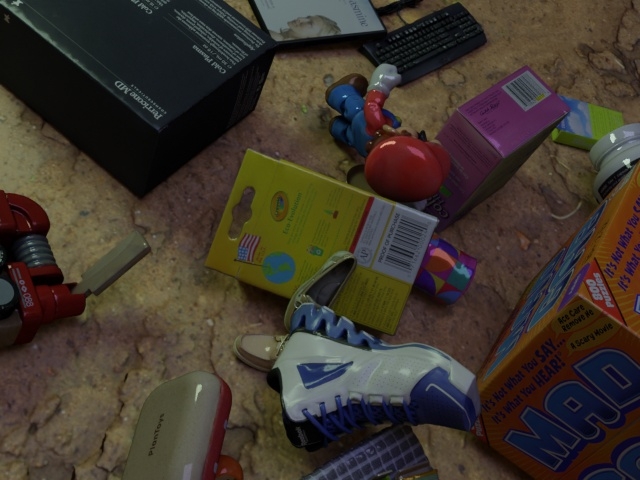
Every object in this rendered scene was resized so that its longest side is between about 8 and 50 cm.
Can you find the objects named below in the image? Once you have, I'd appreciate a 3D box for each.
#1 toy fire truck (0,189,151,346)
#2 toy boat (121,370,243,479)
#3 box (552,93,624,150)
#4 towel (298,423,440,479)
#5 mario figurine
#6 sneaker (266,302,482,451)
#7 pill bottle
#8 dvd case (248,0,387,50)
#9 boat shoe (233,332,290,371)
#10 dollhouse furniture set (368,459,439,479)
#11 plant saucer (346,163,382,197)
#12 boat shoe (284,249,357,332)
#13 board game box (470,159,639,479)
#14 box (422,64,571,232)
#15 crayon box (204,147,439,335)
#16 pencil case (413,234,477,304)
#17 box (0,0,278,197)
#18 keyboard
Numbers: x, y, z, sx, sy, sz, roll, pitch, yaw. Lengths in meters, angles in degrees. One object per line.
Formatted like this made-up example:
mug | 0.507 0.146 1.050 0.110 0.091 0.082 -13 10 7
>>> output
toy fire truck | -0.394 0.023 1.315 0.246 0.158 0.217 -6 58 -39
toy boat | -0.165 0.299 1.224 0.151 0.151 0.231 38 45 -31
box | 0.550 -0.241 1.924 0.178 0.042 0.109 13 52 -12
towel | 0.066 0.397 1.237 0.283 0.121 0.235 -25 69 -33
mario figurine | 0.131 -0.171 1.577 0.198 0.170 0.320 40 9 -39
sneaker | 0.050 0.219 1.250 0.315 0.127 0.182 18 58 33
pill bottle | 0.638 -0.059 1.743 0.181 0.181 0.323 -7 60 -25
dvd case | -0.010 -0.463 1.855 0.253 0.022 0.180 -11 58 -22
boat shoe | -0.045 0.168 1.392 0.170 0.059 0.063 16 52 -11
dollhouse furniture set | 0.106 0.332 1.187 0.151 0.058 0.076 -11 64 -26
plant saucer | 0.083 -0.100 1.659 0.083 0.015 0.083 10 53 -14
boat shoe | 0.001 0.080 1.389 0.056 0.048 0.153 42 89 -7
board game box | 0.489 0.176 1.391 0.356 0.356 0.356 36 47 5
box | 0.286 -0.160 1.634 0.213 0.243 0.117 -34 76 -35
crayon box | 0.000 0.000 1.448 0.318 0.081 0.202 21 92 -7
pencil case | 0.146 0.019 1.552 0.236 0.104 0.104 29 51 3
box | -0.310 -0.303 1.544 0.343 0.179 0.312 39 51 8
keyboard | 0.201 -0.445 1.939 0.317 0.033 0.201 -31 72 -36
